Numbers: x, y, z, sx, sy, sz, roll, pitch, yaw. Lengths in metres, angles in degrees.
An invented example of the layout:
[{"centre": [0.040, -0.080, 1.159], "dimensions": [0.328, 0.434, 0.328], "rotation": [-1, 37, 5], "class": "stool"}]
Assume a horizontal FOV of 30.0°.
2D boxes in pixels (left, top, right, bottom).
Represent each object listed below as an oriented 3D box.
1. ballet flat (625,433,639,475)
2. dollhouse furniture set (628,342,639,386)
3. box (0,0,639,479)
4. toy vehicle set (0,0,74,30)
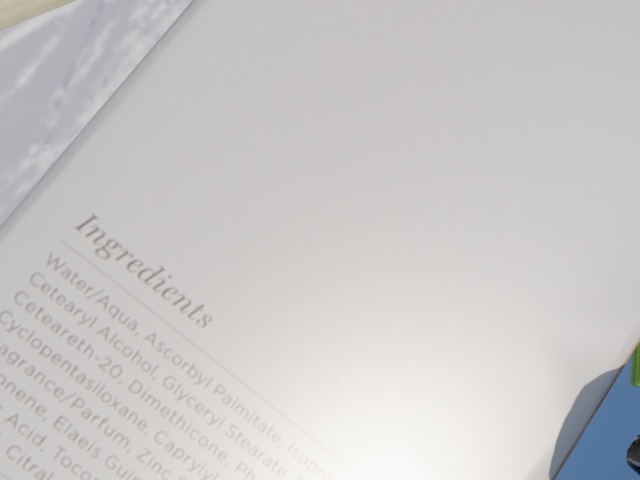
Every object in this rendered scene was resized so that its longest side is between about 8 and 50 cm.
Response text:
[{"centre": [0.134, 0.108, 0.282], "dimensions": [0.049, 0.057, 0.173], "rotation": [-34, -129, 12], "class": "ballet flat"}, {"centre": [0.365, 0.124, 1.461], "dimensions": [0.152, 0.076, 0.058], "rotation": [-144, -130, -68], "class": "dollhouse furniture set"}, {"centre": [-0.037, 0.044, 0.416], "dimensions": [0.345, 0.168, 0.215], "rotation": [-53, -171, -17], "class": "box"}, {"centre": [-0.367, -0.248, 1.258], "dimensions": [0.267, 0.035, 0.166], "rotation": [-22, -153, -3], "class": "toy vehicle set"}]
